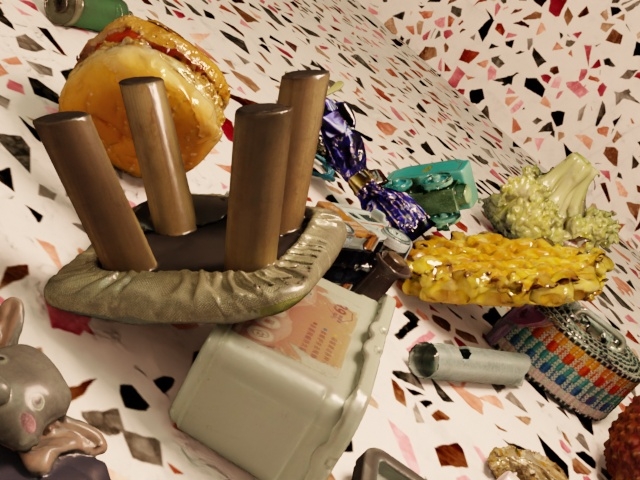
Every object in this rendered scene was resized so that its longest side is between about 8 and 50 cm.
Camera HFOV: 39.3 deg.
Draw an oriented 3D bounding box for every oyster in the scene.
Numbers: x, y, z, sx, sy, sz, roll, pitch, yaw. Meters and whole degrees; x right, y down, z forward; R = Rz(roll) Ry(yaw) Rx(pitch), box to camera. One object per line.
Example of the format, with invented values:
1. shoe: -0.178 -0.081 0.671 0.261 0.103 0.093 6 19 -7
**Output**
1. oyster: 0.316 0.346 1.326 0.177 0.056 0.105 21 16 -37

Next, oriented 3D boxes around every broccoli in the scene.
1. broccoli: 0.573 -0.099 2.257 0.348 0.281 0.293 25 27 -31

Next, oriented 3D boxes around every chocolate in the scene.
1. chocolate: 0.075 -0.126 1.682 0.343 0.126 0.148 57 27 12

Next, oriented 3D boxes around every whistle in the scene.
1. whistle: 0.261 0.208 1.493 0.312 0.062 0.062 14 33 -47

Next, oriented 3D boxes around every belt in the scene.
1. belt: 0.477 0.197 1.712 0.295 0.160 0.207 38 22 -4

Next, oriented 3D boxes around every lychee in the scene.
1. lychee: 0.630 0.364 1.503 0.304 0.275 0.275 -2 34 -8

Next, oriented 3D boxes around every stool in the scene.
1. stool: -0.142 -0.062 1.027 0.310 0.226 0.310 -1 18 12

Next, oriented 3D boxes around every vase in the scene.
1. vase: 0.052 0.089 1.242 0.120 0.183 0.120 31 23 -15

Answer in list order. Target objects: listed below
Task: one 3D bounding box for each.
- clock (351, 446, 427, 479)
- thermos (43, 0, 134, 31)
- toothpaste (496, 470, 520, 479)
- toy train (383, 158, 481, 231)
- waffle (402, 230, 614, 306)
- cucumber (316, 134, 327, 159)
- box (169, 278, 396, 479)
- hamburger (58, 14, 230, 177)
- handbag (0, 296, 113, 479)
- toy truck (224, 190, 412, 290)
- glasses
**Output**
1. clock: 0.135 0.386 0.982 0.273 0.049 0.279 37 23 -8
2. thermos: -0.417 -0.417 1.646 0.188 0.083 0.073 -8 72 -62
3. toothpaste: 0.360 0.440 1.222 0.314 0.058 0.056 46 -21 7
4. toy train: 0.219 -0.095 1.834 0.163 0.203 0.112 -49 129 -54
5. waffle: 0.334 0.053 1.640 0.382 0.095 0.379 2 10 24
6. cucumber: -0.028 -0.209 1.862 0.181 0.053 0.053 23 27 -28
7. box: -0.041 0.145 1.037 0.182 0.175 0.312 28 23 -1
8. hamburger: -0.252 -0.195 1.283 0.244 0.244 0.163 27 46 -25
9. handbag: -0.286 0.163 0.689 0.326 0.118 0.269 41 22 1
10. toy truck: 0.000 0.000 1.406 0.338 0.133 0.184 7 29 -49
11. glasses: -0.041 -0.231 1.761 0.239 0.207 0.102 19 -8 -43
